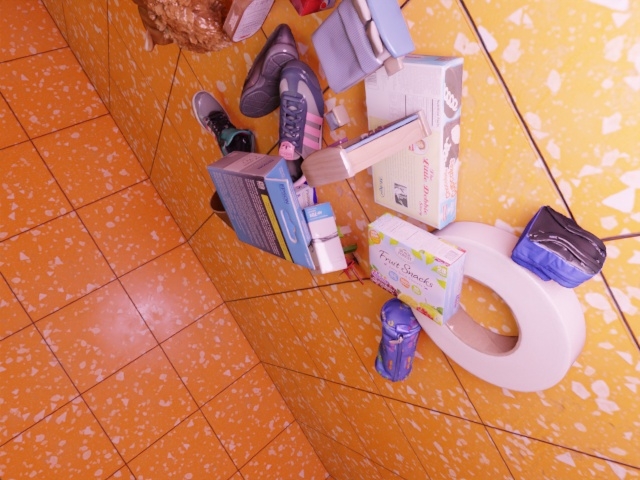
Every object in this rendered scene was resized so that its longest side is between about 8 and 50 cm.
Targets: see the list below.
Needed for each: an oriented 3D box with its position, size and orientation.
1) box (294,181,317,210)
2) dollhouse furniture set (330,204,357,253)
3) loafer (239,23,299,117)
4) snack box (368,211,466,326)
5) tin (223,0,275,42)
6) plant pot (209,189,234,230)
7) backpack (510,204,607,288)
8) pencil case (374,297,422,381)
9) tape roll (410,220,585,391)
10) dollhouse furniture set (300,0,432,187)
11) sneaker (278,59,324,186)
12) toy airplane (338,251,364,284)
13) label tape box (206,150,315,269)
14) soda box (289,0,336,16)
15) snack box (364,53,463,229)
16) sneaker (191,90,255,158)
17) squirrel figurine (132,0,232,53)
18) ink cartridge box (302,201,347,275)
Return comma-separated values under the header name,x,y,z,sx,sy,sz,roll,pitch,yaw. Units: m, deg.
name,x,y,z,sx,sy,sz,roll,pitch,yaw
box,-0.102,-0.135,1.236,0.126,0.137,0.072,29,139,42
dollhouse furniture set,0.057,-0.035,1.208,0.076,0.058,0.152,116,137,-66
loafer,-0.134,-0.430,1.059,0.302,0.109,0.095,-28,60,59
snack box,0.200,0.058,0.875,0.207,0.070,0.175,31,143,38
tin,-0.170,-0.542,0.968,0.040,0.106,0.189,60,152,-6
plant pot,-0.215,-0.087,1.408,0.237,0.237,0.254,24,152,46
backpack,0.389,0.018,0.664,0.120,0.098,0.101,33,154,17
pencil case,0.223,0.293,1.165,0.119,0.133,0.306,9,135,12
tape roll,0.347,0.144,0.878,0.392,0.072,0.392,39,148,31
dollhouse furniture set,0.007,-0.275,0.740,0.286,0.198,0.304,-2,115,60
sneaker,-0.058,-0.272,1.010,0.112,0.131,0.319,15,139,20
toy airplane,0.088,0.084,1.272,0.151,0.028,0.151,40,147,33
label tape box,-0.129,-0.090,1.065,0.347,0.115,0.249,16,135,44
soda box,-0.065,-0.574,0.784,0.263,0.092,0.083,55,151,4
snack box,0.182,-0.194,0.809,0.187,0.060,0.322,31,142,43
sneaker,-0.315,-0.366,1.351,0.178,0.123,0.296,13,137,59
squirrel figurine,-0.421,-0.656,1.092,0.397,0.281,0.370,53,158,13
ink cartridge box,0.000,0.000,1.177,0.139,0.082,0.191,151,105,-74
